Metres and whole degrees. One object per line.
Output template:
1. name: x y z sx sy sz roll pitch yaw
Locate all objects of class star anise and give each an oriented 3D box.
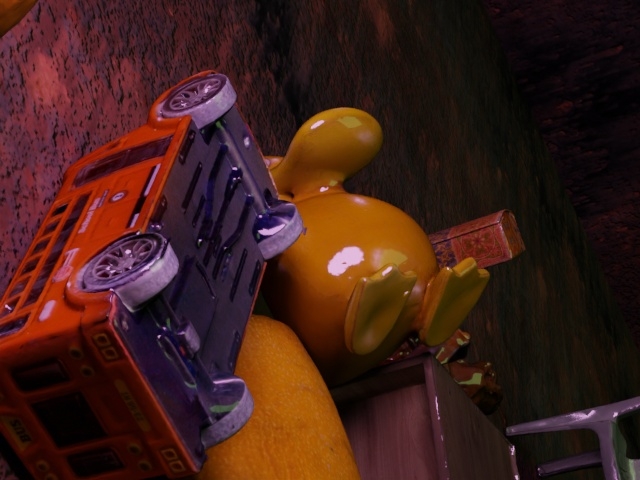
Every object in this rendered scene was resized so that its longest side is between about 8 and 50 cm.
1. star anise: 0.102 0.160 1.546 0.346 0.148 0.237 44 29 -72

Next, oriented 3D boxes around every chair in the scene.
1. chair: 0.423 0.333 2.085 0.190 0.275 0.203 42 37 -57

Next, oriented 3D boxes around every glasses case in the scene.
1. glasses case: 0.091 0.026 1.519 0.049 0.218 0.075 72 19 1

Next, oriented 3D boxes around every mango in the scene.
1. mango: -0.041 0.201 1.112 0.187 0.144 0.359 57 19 -31

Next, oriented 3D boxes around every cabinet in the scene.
1. cabinet: 0.067 0.228 1.338 0.215 0.175 0.148 48 30 -51

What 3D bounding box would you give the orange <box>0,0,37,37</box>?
1. orange: -0.243 -0.204 0.848 0.219 0.193 0.219 31 39 -30

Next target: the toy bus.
1. toy bus: -0.119 0.018 1.049 0.329 0.153 0.143 -76 145 -55

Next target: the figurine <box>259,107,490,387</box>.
1. figurine: 0.002 0.010 1.277 0.228 0.215 0.215 63 14 23
